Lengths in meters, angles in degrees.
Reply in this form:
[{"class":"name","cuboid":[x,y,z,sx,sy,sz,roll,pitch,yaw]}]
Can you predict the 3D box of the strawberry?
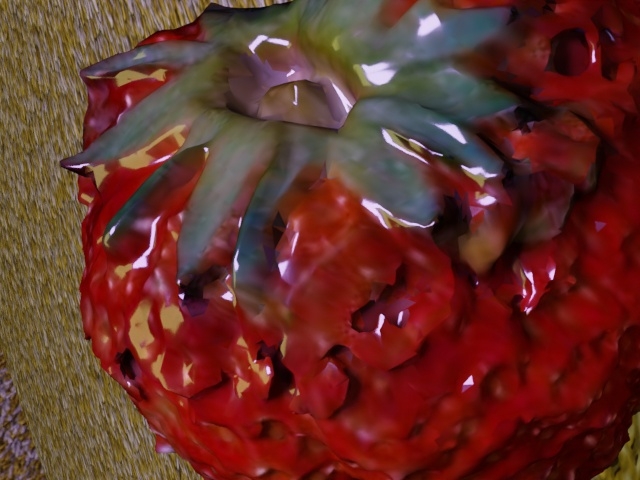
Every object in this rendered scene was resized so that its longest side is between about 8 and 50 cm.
[{"class":"strawberry","cuboid":[0.047,0.018,0.664,0.288,0.250,0.238,56,-144,-46]}]
